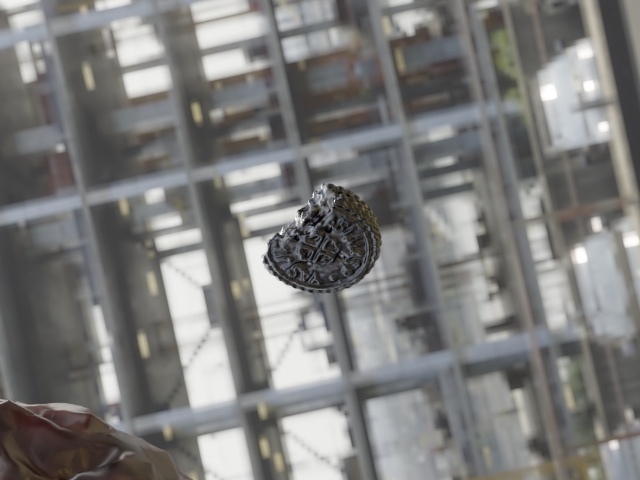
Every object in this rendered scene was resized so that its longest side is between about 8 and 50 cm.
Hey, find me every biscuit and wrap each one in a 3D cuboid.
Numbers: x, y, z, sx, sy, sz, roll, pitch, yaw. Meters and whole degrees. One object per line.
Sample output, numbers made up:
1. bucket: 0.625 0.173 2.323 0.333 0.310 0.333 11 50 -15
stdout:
1. biscuit: 0.000 0.000 1.221 0.027 0.087 0.089 -86 -9 -50

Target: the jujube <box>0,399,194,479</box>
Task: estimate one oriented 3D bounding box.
1. jujube: -0.075 0.191 0.529 0.342 0.216 0.216 42 152 50
